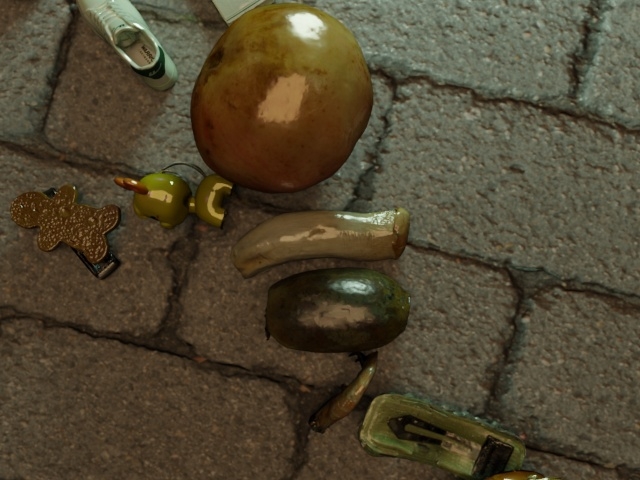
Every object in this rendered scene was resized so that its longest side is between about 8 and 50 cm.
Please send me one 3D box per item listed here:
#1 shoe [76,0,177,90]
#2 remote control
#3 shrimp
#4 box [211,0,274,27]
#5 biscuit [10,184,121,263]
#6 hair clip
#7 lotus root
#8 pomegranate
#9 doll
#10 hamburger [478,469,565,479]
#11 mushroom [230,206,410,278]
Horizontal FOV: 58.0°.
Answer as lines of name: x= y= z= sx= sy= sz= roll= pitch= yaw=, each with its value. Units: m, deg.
shoe: x=-0.383 y=-0.411 z=1.119 sx=0.095 sy=0.110 sz=0.265 roll=-43 pitch=91 yaw=0
remote control: x=-0.485 y=-0.014 z=1.147 sx=0.059 sy=0.028 sz=0.212 roll=-43 pitch=89 yaw=0
shrimp: x=0.044 y=0.284 z=1.100 sx=0.046 sy=0.152 sz=0.219 roll=33 pitch=128 yaw=-3
box: x=-0.192 y=-0.536 z=1.161 sx=0.109 sy=0.029 sz=0.198 roll=-33 pitch=87 yaw=-1
biscuit: x=-0.495 y=-0.039 z=1.118 sx=0.205 sy=0.031 sz=0.138 roll=16 pitch=81 yaw=-2
hair clip: x=0.225 y=0.375 z=1.107 sx=0.322 sy=0.091 sz=0.138 roll=22 pitch=89 yaw=-10
lotus root: x=0.032 y=0.129 z=1.081 sx=0.275 sy=0.152 sz=0.159 roll=-2 pitch=81 yaw=-1
pomegranate: x=-0.058 y=-0.234 z=1.027 sx=0.339 sy=0.338 sz=0.337 roll=0 pitch=88 yaw=0
doll: x=-0.278 y=-0.088 z=1.100 sx=0.221 sy=0.143 sz=0.135 roll=13 pitch=90 yaw=-7
hamburger: x=0.347 y=0.518 z=1.037 sx=0.244 sy=0.138 sz=0.261 roll=-15 pitch=128 yaw=2
mushroom: x=0.000 y=0.000 z=1.116 sx=0.352 sy=0.095 sz=0.122 roll=-8 pitch=106 yaw=2
